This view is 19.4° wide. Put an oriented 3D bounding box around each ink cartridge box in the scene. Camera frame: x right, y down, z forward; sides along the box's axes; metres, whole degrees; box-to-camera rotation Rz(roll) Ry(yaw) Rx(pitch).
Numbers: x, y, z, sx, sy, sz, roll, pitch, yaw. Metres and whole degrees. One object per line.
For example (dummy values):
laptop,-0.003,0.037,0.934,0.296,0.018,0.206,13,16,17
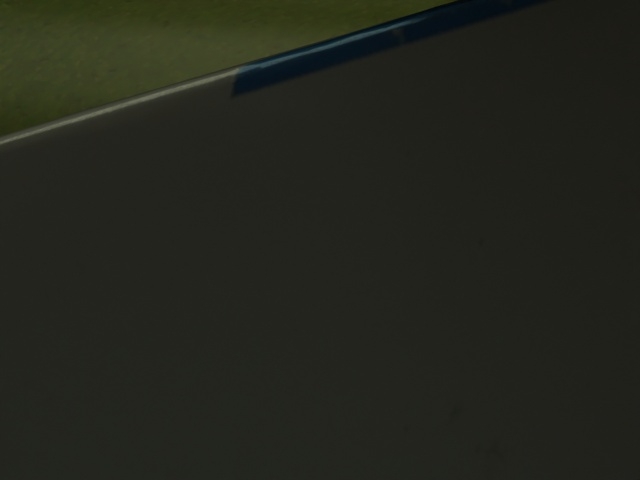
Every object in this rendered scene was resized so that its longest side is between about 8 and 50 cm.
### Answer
ink cartridge box,0.026,0.034,0.437,0.171,0.168,0.233,-16,5,9

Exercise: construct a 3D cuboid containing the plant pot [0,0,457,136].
plant pot,-0.034,0.005,0.702,0.254,0.276,0.276,-1,12,29
